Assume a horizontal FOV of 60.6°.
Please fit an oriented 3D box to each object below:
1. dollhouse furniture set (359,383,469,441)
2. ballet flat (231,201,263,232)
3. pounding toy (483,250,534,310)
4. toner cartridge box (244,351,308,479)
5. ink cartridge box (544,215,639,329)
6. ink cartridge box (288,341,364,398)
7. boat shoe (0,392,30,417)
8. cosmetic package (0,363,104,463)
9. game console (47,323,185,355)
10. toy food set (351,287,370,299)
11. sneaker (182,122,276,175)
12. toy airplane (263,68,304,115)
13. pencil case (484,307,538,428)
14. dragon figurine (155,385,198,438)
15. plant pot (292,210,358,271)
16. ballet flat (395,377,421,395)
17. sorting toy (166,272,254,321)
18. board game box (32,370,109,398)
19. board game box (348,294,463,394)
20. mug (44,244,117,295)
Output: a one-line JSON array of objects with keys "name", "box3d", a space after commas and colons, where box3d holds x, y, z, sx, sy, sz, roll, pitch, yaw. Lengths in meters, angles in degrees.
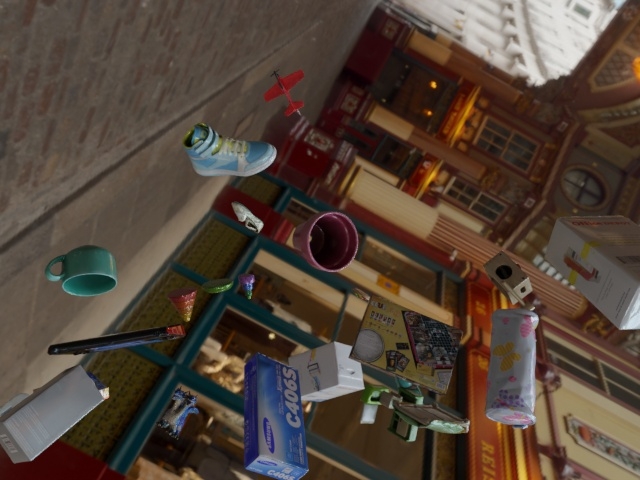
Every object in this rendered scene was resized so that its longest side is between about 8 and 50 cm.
[{"name": "dollhouse furniture set", "box3d": [0.277, 0.567, 1.677, 0.301, 0.197, 0.152, 12, -92, 55]}, {"name": "ballet flat", "box3d": [-0.279, -0.084, 2.079, 0.057, 0.168, 0.052, 0, -120, 43]}, {"name": "pounding toy", "box3d": [0.624, 0.135, 1.747, 0.094, 0.206, 0.181, -39, 145, 5]}, {"name": "toner cartridge box", "box3d": [-0.134, 0.502, 1.581, 0.075, 0.165, 0.348, -48, -150, 25]}, {"name": "ink cartridge box", "box3d": [0.910, 0.084, 1.641, 0.385, 0.279, 0.161, -112, -155, -57]}, {"name": "ink cartridge box", "box3d": [0.022, 0.511, 2.115, 0.232, 0.171, 0.168, -25, -121, 31]}, {"name": "boat shoe", "box3d": [-0.896, 0.495, 1.521, 0.184, 0.066, 0.063, -44, 174, -47]}, {"name": "cosmetic package", "box3d": [-0.706, 0.446, 1.429, 0.107, 0.127, 0.238, -23, -169, 36]}, {"name": "game console", "box3d": [-0.677, 0.344, 1.874, 0.342, 0.386, 0.060, 130, -50, -81]}, {"name": "toy food set", "box3d": [0.160, 0.213, 2.158, 0.020, 0.082, 0.083, -58, -178, 5]}, {"name": "sneaker", "box3d": [-0.326, -0.319, 1.874, 0.208, 0.318, 0.127, 61, 26, -59]}, {"name": "toy airplane", "box3d": [-0.103, -0.439, 1.638, 0.151, 0.151, 0.028, -61, 174, 24]}, {"name": "pencil case", "box3d": [0.456, 0.297, 1.301, 0.113, 0.124, 0.273, -6, -127, 32]}, {"name": "dragon figurine", "box3d": [-0.454, 0.560, 1.786, 0.144, 0.085, 0.289, -51, 169, -22]}, {"name": "plant pot", "box3d": [0.000, 0.000, 1.873, 0.180, 0.201, 0.201, 5, -115, 61]}, {"name": "ballet flat", "box3d": [0.312, 0.522, 1.955, 0.087, 0.083, 0.248, -25, 101, -79]}, {"name": "sorting toy", "box3d": [-0.431, 0.234, 2.217, 0.127, 0.365, 0.126, 11, -69, 59]}, {"name": "board game box", "box3d": [-0.835, 0.513, 1.835, 0.193, 0.146, 0.045, -12, 110, -44]}, {"name": "board game box", "box3d": [0.210, 0.254, 1.341, 0.042, 0.243, 0.165, 107, 6, -69]}, {"name": "mug", "box3d": [-0.594, 0.066, 1.386, 0.158, 0.129, 0.098, 52, 20, -61]}]
